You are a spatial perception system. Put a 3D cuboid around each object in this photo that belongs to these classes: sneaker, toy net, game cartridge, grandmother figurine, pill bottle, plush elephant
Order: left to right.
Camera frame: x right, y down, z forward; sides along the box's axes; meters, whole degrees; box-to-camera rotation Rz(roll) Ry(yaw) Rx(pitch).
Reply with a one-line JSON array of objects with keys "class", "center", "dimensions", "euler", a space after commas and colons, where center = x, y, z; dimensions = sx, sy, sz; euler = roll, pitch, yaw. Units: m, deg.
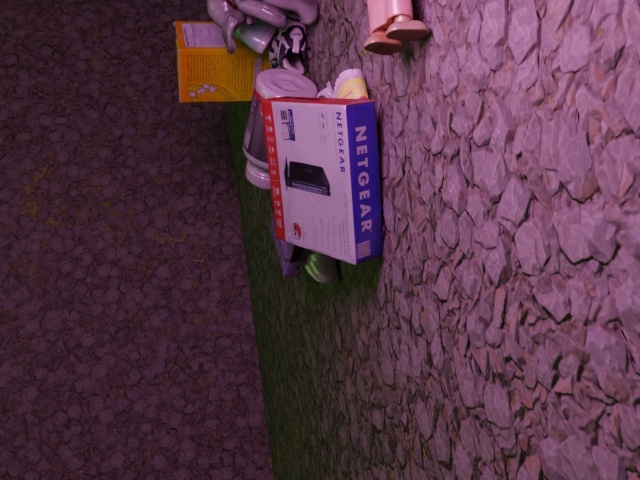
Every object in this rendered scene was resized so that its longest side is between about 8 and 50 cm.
[{"class": "plush elephant", "center": [-0.198, -0.660, 1.727], "dimensions": [0.255, 0.330, 0.272], "euler": [-33, 69, 57]}, {"class": "sneaker", "center": [-0.192, -0.680, 1.941], "dimensions": [0.094, 0.151, 0.256], "euler": [-51, 12, 43]}, {"class": "pill bottle", "center": [-0.126, -0.310, 1.822], "dimensions": [0.176, 0.176, 0.319], "euler": [-110, 29, -45]}, {"class": "sneaker", "center": [-0.095, -0.525, 1.866], "dimensions": [0.235, 0.094, 0.153], "euler": [133, 139, -57]}, {"class": "game cartridge", "center": [-0.066, -0.109, 1.698], "dimensions": [0.230, 0.068, 0.355], "euler": [-115, 33, -45]}, {"class": "sneaker", "center": [0.000, 0.000, 1.712], "dimensions": [0.095, 0.090, 0.235], "euler": [128, 135, -55]}, {"class": "toy net", "center": [0.018, -0.291, 1.613], "dimensions": [0.122, 0.045, 0.232], "euler": [166, 99, -76]}, {"class": "sneaker", "center": [0.058, -0.272, 1.406], "dimensions": [0.208, 0.081, 0.094], "euler": [103, 150, -54]}, {"class": "grandmother figurine", "center": [0.112, -0.506, 1.107], "dimensions": [0.207, 0.104, 0.343], "euler": [-7, 84, 48]}]

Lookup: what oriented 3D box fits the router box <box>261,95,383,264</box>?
[{"class": "router box", "center": [0.000, -0.144, 1.405], "dimensions": [0.301, 0.082, 0.336], "euler": [17, 118, 50]}]

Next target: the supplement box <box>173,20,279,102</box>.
[{"class": "supplement box", "center": [-0.294, -0.587, 2.091], "dimensions": [0.195, 0.356, 0.194], "euler": [100, 160, -44]}]
